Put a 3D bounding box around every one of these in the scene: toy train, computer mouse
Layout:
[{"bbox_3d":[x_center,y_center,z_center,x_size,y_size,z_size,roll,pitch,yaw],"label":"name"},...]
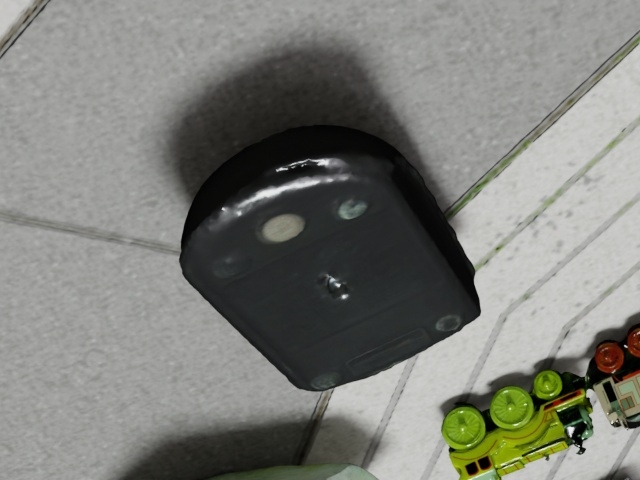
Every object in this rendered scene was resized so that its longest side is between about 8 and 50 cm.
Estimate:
[{"bbox_3d":[0.222,0.136,1.535,0.249,0.085,0.053,-26,155,6],"label":"toy train"},{"bbox_3d":[0.000,0.000,1.294,0.170,0.100,0.269,-23,143,11],"label":"computer mouse"}]

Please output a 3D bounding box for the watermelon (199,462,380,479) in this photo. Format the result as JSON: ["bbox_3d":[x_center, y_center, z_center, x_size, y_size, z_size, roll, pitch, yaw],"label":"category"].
[{"bbox_3d":[-0.077,0.305,1.515,0.310,0.232,0.193,-13,106,17],"label":"watermelon"}]

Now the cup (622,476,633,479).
[{"bbox_3d":[0.267,0.305,1.715,0.133,0.099,0.136,-29,136,10],"label":"cup"}]
